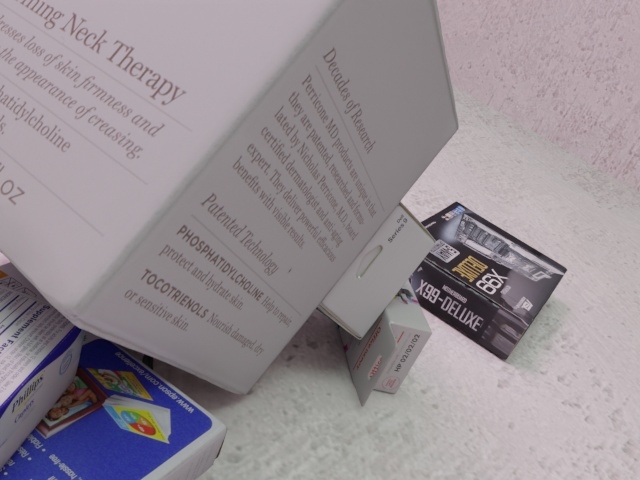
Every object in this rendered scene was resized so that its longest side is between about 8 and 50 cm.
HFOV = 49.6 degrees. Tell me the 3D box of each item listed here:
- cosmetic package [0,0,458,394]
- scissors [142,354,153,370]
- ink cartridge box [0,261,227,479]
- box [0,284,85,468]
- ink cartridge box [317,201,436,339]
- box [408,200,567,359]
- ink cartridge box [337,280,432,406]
[{"bbox_3d":[-0.120,-0.120,0.693,0.329,0.394,0.327,34,-8,26],"label":"cosmetic package"},{"bbox_3d":[-0.160,0.198,0.621,0.109,0.021,0.297,20,25,-2],"label":"scissors"},{"bbox_3d":[-0.284,0.149,0.537,0.303,0.072,0.307,31,31,22],"label":"ink cartridge box"},{"bbox_3d":[-0.266,0.090,0.506,0.137,0.072,0.126,19,26,1],"label":"box"},{"bbox_3d":[0.018,0.008,0.879,0.093,0.154,0.212,42,-7,-30],"label":"ink cartridge box"},{"bbox_3d":[0.266,0.052,1.172,0.242,0.077,0.307,34,28,19],"label":"box"},{"bbox_3d":[0.078,0.115,0.870,0.061,0.104,0.181,15,28,-19],"label":"ink cartridge box"}]
